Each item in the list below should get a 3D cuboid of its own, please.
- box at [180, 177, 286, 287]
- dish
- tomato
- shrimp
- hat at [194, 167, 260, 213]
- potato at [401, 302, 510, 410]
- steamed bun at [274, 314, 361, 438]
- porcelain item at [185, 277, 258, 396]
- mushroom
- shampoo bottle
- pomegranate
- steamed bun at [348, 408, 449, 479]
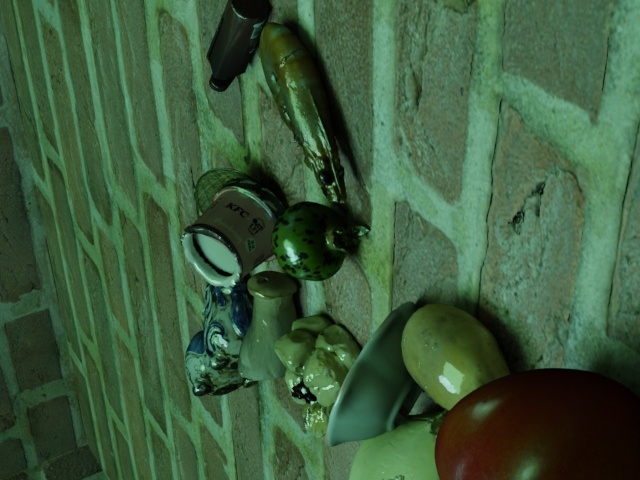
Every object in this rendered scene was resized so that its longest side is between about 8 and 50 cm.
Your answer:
[{"bbox_3d":[-0.145,-0.006,1.905,0.151,0.135,0.151,24,136,26],"label":"box"},{"bbox_3d":[0.097,0.196,1.571,0.081,0.229,0.229,30,142,16],"label":"dish"},{"bbox_3d":[0.252,0.253,1.187,0.298,0.226,0.298,57,-178,-3],"label":"tomato"},{"bbox_3d":[-0.030,-0.178,1.669,0.287,0.063,0.152,71,159,6],"label":"shrimp"},{"bbox_3d":[-0.139,-0.083,1.997,0.146,0.067,0.146,12,131,14],"label":"hat"},{"bbox_3d":[0.168,0.148,1.444,0.178,0.109,0.118,41,163,47],"label":"potato"},{"bbox_3d":[-0.009,0.218,1.889,0.192,0.106,0.177,48,147,44],"label":"steamed bun"},{"bbox_3d":[-0.189,0.184,2.225,0.288,0.138,0.186,118,138,-59],"label":"porcelain item"},{"bbox_3d":[-0.086,0.162,2.026,0.108,0.096,0.247,47,143,36],"label":"mushroom"},{"bbox_3d":[-0.135,-0.305,1.798,0.067,0.068,0.236,64,154,15],"label":"shampoo bottle"},{"bbox_3d":[0.000,0.000,1.696,0.161,0.122,0.122,-6,104,42],"label":"pomegranate"},{"bbox_3d":[0.145,0.373,1.601,0.232,0.166,0.272,-2,107,67],"label":"steamed bun"}]
